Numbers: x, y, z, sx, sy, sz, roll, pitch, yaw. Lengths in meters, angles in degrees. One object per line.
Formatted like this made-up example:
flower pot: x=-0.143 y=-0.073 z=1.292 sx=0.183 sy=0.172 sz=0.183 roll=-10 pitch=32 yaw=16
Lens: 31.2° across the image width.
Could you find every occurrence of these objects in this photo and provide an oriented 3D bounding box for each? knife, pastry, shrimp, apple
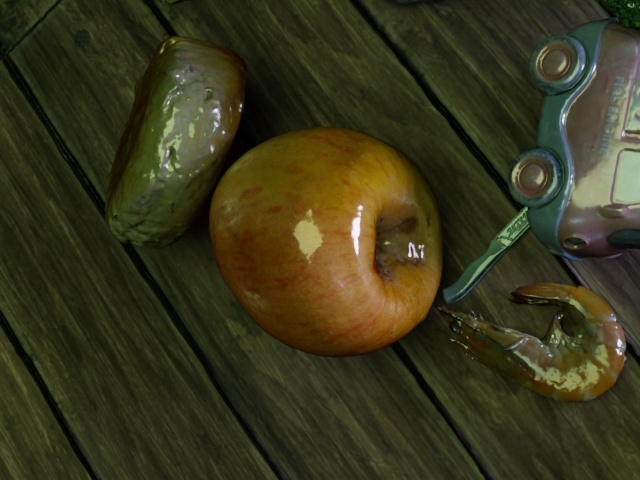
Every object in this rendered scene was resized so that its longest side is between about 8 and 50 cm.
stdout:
knife: x=0.237 y=0.007 z=1.519 sx=0.210 sy=0.015 sz=0.028 roll=-47 pitch=64 yaw=11
pastry: x=-0.203 y=-0.131 z=1.584 sx=0.136 sy=0.329 sz=0.330 roll=17 pitch=92 yaw=-16
shrimp: x=0.268 y=0.120 z=1.471 sx=0.248 sy=0.068 sz=0.150 roll=13 pitch=77 yaw=19
apple: x=0.000 y=0.000 z=1.479 sx=0.275 sy=0.299 sz=0.299 roll=-7 pitch=81 yaw=37

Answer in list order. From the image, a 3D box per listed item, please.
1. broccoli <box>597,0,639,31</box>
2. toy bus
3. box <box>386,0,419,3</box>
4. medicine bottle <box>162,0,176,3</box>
broccoli: x=0.429 y=-0.352 z=1.284 sx=0.307 sy=0.275 sz=0.308 roll=0 pitch=91 yaw=2
toy bus: x=0.373 y=-0.113 z=1.357 sx=0.231 sy=0.197 sz=0.294 roll=10 pitch=87 yaw=34
box: x=0.230 y=-0.535 z=1.531 sx=0.396 sy=0.111 sz=0.397 roll=-5 pitch=83 yaw=23
medicine bottle: x=-0.164 y=-0.463 z=1.673 sx=0.250 sy=0.137 sz=0.141 roll=-18 pitch=77 yaw=19
